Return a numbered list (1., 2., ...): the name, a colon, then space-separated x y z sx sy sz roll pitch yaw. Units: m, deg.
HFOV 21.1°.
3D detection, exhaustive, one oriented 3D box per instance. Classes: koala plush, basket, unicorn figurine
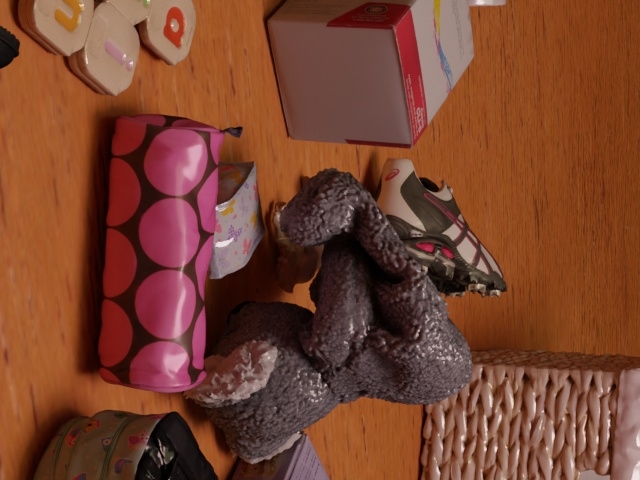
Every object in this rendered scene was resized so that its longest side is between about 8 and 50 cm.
1. koala plush: -0.008 0.094 1.458 0.221 0.203 0.196 -34 154 -7
2. basket: 0.292 0.289 2.031 0.331 0.266 0.328 2 93 -64
3. unicorn figurine: 0.000 0.000 1.610 0.162 0.060 0.111 -30 123 -41

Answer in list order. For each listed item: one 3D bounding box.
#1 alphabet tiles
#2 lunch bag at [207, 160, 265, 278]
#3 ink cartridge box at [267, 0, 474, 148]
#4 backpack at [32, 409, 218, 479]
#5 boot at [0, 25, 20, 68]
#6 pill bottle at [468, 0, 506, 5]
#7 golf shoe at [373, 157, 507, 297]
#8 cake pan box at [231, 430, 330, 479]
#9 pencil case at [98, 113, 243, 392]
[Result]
1. alphabet tiles: -0.151 -0.260 1.269 0.278 0.021 0.284 40 58 -60
2. lunch bag: -0.082 -0.018 1.425 0.083 0.053 0.071 -66 153 -54
3. ink cartridge box: 0.051 -0.185 1.588 0.176 0.128 0.127 -54 141 -47
4. backpack: -0.135 0.211 1.281 0.152 0.115 0.182 -75 155 -48
5. boot: -0.242 -0.098 1.075 0.121 0.045 0.099 25 69 -56
6. pill bottle: 0.149 -0.354 1.773 0.124 0.124 0.222 -18 110 -63
7. golf shoe: 0.131 -0.003 1.831 0.273 0.105 0.120 27 63 -64
8. cake pan box: -0.033 0.347 1.523 0.246 0.070 0.267 63 33 -34
9. pencil case: -0.118 0.010 1.314 0.098 0.095 0.209 1 96 -81
